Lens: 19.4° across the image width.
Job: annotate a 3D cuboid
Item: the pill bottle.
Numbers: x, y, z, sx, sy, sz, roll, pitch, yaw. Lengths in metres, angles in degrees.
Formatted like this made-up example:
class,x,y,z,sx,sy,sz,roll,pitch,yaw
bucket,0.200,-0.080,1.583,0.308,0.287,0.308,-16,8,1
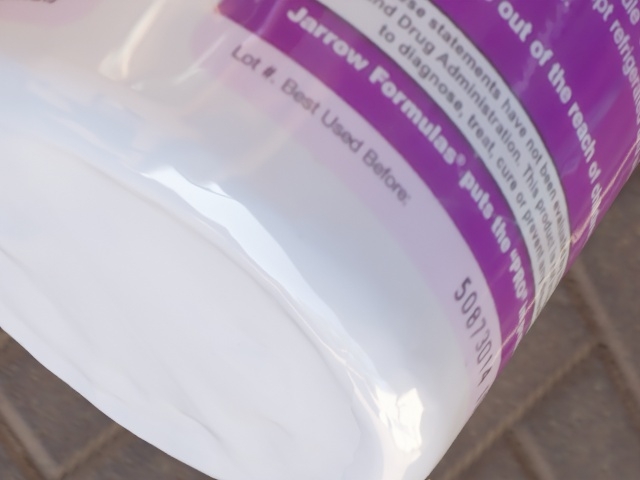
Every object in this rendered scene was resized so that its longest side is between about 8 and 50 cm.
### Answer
class,x,y,z,sx,sy,sz,roll,pitch,yaw
pill bottle,0.033,-0.087,0.533,0.301,0.169,0.169,-53,124,-26
